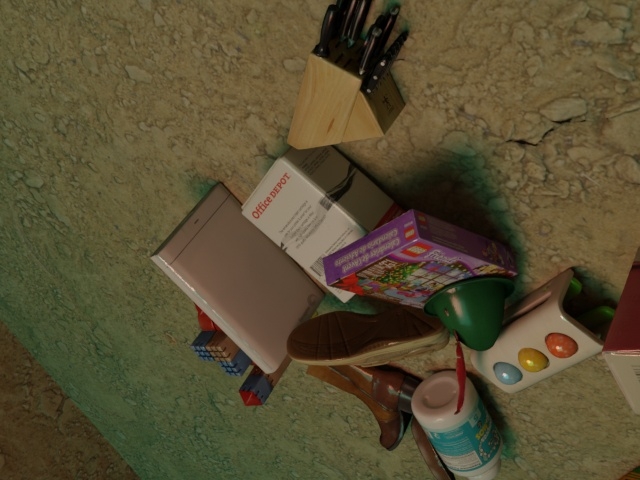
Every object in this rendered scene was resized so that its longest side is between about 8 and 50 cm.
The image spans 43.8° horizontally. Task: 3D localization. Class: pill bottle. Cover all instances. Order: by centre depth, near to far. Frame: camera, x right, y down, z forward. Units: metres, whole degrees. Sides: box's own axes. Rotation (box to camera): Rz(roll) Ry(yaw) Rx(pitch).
[{"bbox_3d":[0.317,0.427,1.785,0.146,0.146,0.264,-3,130,40],"label":"pill bottle"}]

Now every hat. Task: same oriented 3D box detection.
[{"bbox_3d":[0.288,0.186,1.423,0.173,0.184,0.208,-16,156,10],"label":"hat"}]

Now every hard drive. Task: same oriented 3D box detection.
[{"bbox_3d":[-0.165,0.080,1.700,0.353,0.233,0.047,48,142,-17],"label":"hard drive"}]

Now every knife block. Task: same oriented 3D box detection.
[{"bbox_3d":[0.019,-0.279,1.276,0.275,0.088,0.242,-4,128,41],"label":"knife block"}]

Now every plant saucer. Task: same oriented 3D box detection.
[{"bbox_3d":[0.262,0.496,1.884,0.036,0.199,0.199,-29,118,6],"label":"plant saucer"}]

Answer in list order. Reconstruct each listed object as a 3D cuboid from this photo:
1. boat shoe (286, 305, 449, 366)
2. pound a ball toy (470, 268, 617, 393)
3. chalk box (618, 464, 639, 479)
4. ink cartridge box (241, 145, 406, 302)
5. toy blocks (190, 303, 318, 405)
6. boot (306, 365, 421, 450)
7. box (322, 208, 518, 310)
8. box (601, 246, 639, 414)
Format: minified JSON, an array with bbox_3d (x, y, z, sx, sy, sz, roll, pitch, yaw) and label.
[{"bbox_3d":[0.100,0.218,1.669,0.341,0.122,0.110,-9,140,13],"label":"boat shoe"},{"bbox_3d":[0.442,0.197,1.436,0.208,0.136,0.319,38,144,-4],"label":"pound a ball toy"},{"bbox_3d":[0.685,0.631,1.695,0.180,0.179,0.289,29,143,9],"label":"chalk box"},{"bbox_3d":[0.012,-0.044,1.496,0.273,0.114,0.197,41,138,-2],"label":"ink cartridge box"},{"bbox_3d":[-0.180,0.194,1.818,0.190,0.261,0.381,-4,129,41],"label":"toy blocks"},{"bbox_3d":[0.089,0.380,1.937,0.280,0.096,0.264,22,141,10],"label":"boot"},{"bbox_3d":[0.175,0.045,1.369,0.201,0.057,0.293,-30,148,36],"label":"box"},{"bbox_3d":[0.537,0.132,1.203,0.126,0.232,0.149,-9,126,44],"label":"box"}]
